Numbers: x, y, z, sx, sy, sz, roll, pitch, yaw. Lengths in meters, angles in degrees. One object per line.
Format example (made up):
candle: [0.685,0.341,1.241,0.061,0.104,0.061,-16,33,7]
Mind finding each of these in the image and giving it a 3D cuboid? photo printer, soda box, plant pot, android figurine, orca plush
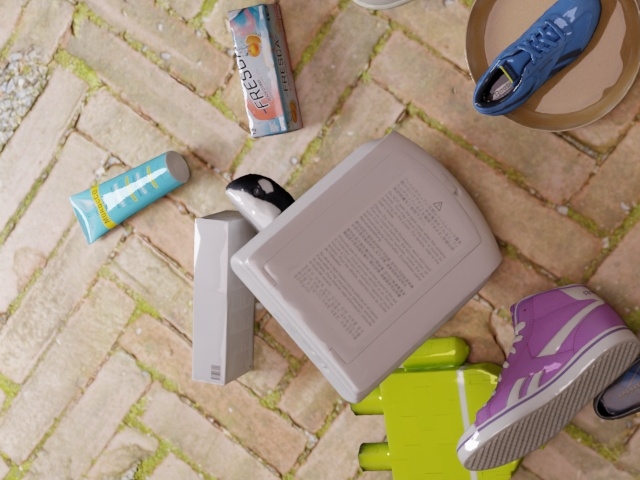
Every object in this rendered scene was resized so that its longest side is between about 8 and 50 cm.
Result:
photo printer: [0.073,0.023,1.892,0.307,0.107,0.256,-42,93,-16]
soda box: [-0.077,-0.238,2.007,0.058,0.063,0.183,-10,95,23]
plant pot: [0.307,-0.261,1.867,0.236,0.032,0.236,4,101,22]
android figurine: [0.178,0.257,1.987,0.273,0.056,0.248,-8,95,23]
orca plush: [0.000,0.000,1.996,0.102,0.151,0.287,-44,77,-10]

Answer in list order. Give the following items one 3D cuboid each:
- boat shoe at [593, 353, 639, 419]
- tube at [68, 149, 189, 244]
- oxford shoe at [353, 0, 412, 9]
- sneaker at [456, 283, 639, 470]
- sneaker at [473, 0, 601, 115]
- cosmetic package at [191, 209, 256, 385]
boat shoe: [0.448,0.165,1.853,0.228,0.076,0.080,-33,86,23]
tube: [-0.288,-0.069,2.131,0.207,0.052,0.080,-26,78,29]
oxford shoe: [0.189,-0.464,1.832,0.449,0.130,0.169,-36,86,24]
sneaker: [0.272,0.174,1.890,0.282,0.102,0.161,-39,53,3]
sneaker: [0.276,-0.238,1.822,0.209,0.082,0.069,-46,79,20]
cosmetic package: [-0.140,0.081,2.065,0.060,0.099,0.239,6,100,23]
